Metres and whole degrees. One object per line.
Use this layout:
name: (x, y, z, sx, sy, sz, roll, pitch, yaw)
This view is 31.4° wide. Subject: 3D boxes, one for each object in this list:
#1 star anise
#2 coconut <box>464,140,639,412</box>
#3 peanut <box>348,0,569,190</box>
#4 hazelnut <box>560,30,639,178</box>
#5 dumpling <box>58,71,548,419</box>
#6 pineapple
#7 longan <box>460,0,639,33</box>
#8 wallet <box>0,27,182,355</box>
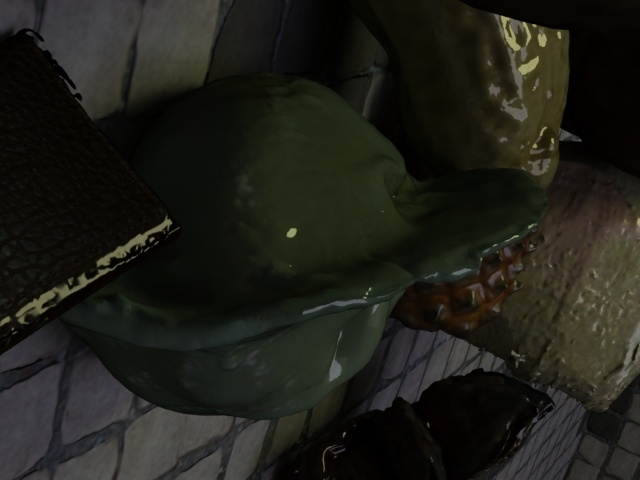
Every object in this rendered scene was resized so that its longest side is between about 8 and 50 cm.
star anise: (0.087, 0.219, 1.177, 0.332, 0.117, 0.331, -27, 164, -9)
coconut: (0.259, 0.021, 1.236, 0.254, 0.297, 0.297, -58, 158, 5)
peanut: (0.099, -0.168, 0.826, 0.152, 0.152, 0.313, -45, 125, -39)
hazelnut: (0.353, -0.255, 1.095, 0.359, 0.359, 0.409, 38, 64, -67)
dumpling: (-0.028, -0.007, 0.714, 0.270, 0.212, 0.320, -37, -162, 47)
pineapple: (0.133, -0.099, 0.995, 0.175, 0.175, 0.361, -19, 128, -60)
longan: (0.136, -0.295, 0.524, 0.391, 0.391, 0.391, -47, 151, -36)
wallet: (-0.178, 0.000, 0.493, 0.039, 0.133, 0.243, -42, 178, 44)
